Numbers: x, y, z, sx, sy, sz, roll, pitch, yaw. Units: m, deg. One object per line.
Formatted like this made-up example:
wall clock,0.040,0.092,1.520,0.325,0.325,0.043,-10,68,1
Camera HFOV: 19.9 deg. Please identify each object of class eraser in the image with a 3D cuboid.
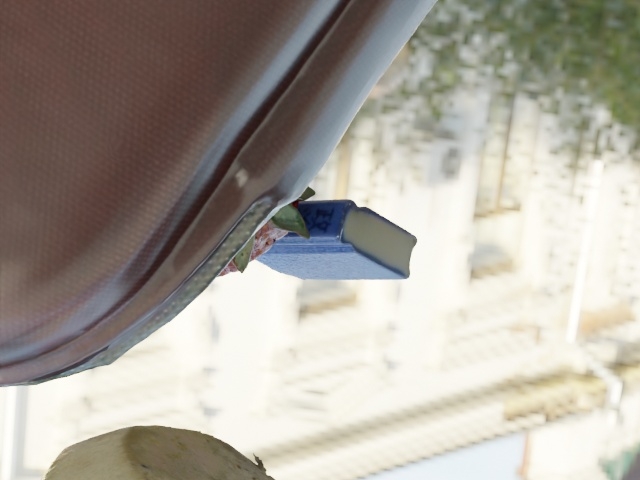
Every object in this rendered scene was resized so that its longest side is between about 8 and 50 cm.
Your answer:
eraser,0.000,0.000,0.978,0.085,0.027,0.063,0,161,42

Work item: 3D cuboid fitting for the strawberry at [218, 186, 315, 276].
strawberry,-0.086,-0.028,0.929,0.148,0.131,0.131,-33,171,35

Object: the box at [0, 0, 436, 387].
box,-0.062,-0.157,0.533,0.263,0.404,0.108,37,-177,12

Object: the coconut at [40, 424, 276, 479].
coconut,-0.083,0.176,0.837,0.161,0.162,0.161,32,-165,-10
